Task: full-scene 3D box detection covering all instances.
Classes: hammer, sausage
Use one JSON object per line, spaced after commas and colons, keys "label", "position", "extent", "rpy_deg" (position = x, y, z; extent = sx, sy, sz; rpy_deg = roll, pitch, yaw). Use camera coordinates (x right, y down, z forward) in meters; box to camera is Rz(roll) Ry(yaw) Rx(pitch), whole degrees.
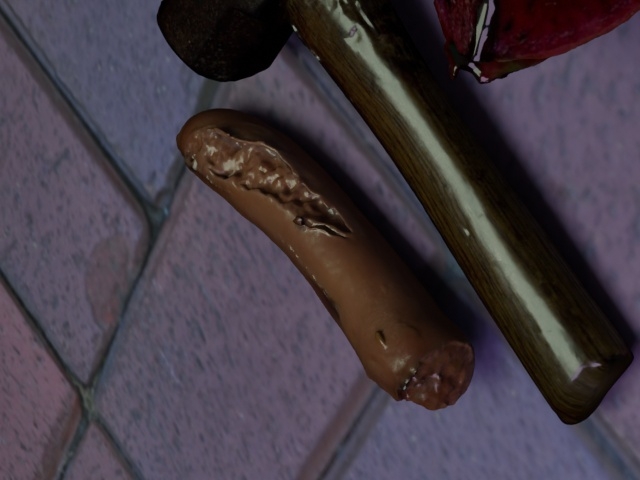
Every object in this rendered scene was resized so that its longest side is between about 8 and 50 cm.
{"label": "hammer", "position": [0.055, -0.073, 0.960], "extent": [0.408, 0.095, 0.242], "rpy_deg": [58, 141, 13]}
{"label": "sausage", "position": [-0.001, 0.000, 1.072], "extent": [0.304, 0.078, 0.078], "rpy_deg": [49, 138, 31]}

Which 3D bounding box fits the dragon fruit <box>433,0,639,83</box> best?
{"label": "dragon fruit", "position": [0.118, -0.209, 0.779], "extent": [0.189, 0.163, 0.261], "rpy_deg": [10, 114, 12]}
